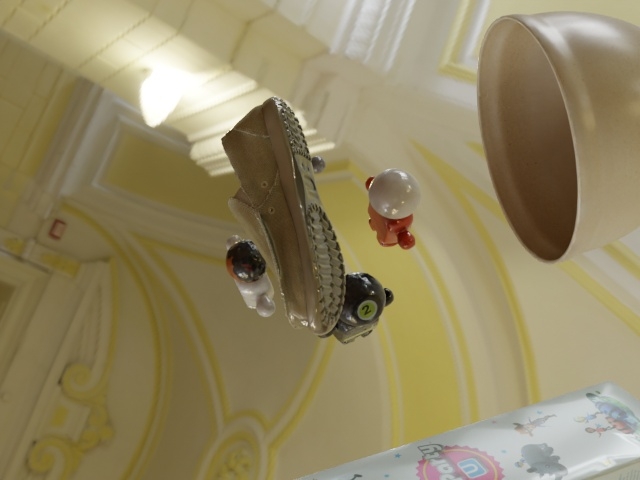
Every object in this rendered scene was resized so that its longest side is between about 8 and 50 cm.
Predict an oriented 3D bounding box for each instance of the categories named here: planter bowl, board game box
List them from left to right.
[{"bbox_3d":[0.116,0.254,0.611,0.097,0.303,0.224,-138,-139,-56],"label":"board game box"},{"bbox_3d":[0.181,-0.075,0.524,0.109,0.162,0.162,-13,-143,-4],"label":"planter bowl"}]

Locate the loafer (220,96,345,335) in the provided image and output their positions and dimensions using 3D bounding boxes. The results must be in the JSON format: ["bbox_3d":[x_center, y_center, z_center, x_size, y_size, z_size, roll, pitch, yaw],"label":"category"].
[{"bbox_3d":[-0.024,-0.012,0.486,0.050,0.056,0.148,-18,-108,18],"label":"loafer"}]

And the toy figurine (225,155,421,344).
[{"bbox_3d":[0.000,0.000,0.942,0.148,0.210,0.213,91,20,-71],"label":"toy figurine"}]
